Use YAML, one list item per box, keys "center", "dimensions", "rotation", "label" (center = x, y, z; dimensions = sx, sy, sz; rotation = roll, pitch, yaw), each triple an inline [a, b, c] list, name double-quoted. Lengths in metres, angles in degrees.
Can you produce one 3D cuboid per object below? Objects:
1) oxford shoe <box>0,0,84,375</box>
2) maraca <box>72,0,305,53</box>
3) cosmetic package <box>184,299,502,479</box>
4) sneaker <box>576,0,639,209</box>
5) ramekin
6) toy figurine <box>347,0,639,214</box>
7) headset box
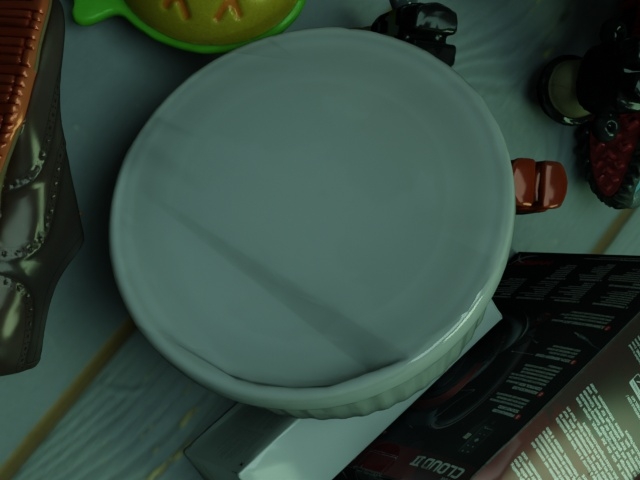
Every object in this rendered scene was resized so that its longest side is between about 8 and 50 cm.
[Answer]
- center: [-0.209, -0.042, 0.992]
  dimensions: [0.098, 0.097, 0.271]
  rotation: [14, 88, -47]
  label: "oxford shoe"
- center: [-0.099, -0.196, 1.035]
  dimensions: [0.186, 0.099, 0.127]
  rotation: [6, 79, -3]
  label: "maraca"
- center: [0.019, 0.109, 1.098]
  dimensions: [0.239, 0.099, 0.060]
  rotation: [-41, 108, -21]
  label: "cosmetic package"
- center: [0.312, -0.139, 1.246]
  dimensions: [0.125, 0.104, 0.261]
  rotation: [25, 80, -29]
  label: "sneaker"
- center: [0.000, 0.000, 1.009]
  dimensions: [0.273, 0.127, 0.272]
  rotation: [-3, 66, 8]
  label: "ramekin"
- center: [0.140, -0.133, 1.137]
  dimensions: [0.213, 0.148, 0.209]
  rotation: [-45, 104, -16]
  label: "toy figurine"
- center: [0.140, 0.138, 1.095]
  dimensions: [0.293, 0.218, 0.110]
  rotation: [-41, 108, -22]
  label: "headset box"
